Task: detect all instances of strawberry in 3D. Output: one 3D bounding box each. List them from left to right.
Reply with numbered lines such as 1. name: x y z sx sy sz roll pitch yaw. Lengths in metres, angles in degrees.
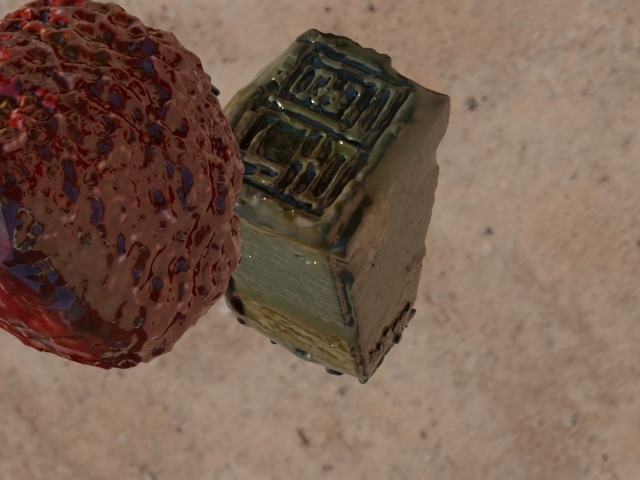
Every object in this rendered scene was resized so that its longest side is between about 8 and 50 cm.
1. strawberry: -0.089 -0.013 0.580 0.131 0.148 0.131 11 119 20

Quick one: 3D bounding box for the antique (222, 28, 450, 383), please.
1. antique: 0.000 0.000 1.167 0.125 0.150 0.284 27 154 17
